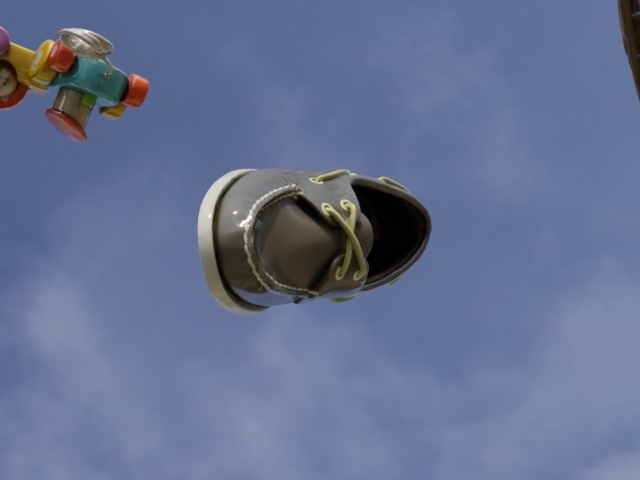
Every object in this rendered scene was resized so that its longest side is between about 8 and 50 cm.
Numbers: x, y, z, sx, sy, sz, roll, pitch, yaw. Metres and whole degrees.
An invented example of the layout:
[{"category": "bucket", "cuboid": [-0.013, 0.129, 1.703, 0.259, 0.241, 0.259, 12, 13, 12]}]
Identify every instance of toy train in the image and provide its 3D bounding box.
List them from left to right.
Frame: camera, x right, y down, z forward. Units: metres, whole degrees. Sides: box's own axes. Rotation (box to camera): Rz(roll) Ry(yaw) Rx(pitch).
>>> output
[{"category": "toy train", "cuboid": [-0.181, -0.100, 0.979, 0.046, 0.166, 0.125, -68, -24, -8]}]

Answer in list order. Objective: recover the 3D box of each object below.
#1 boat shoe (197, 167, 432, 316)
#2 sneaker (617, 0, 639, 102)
[{"category": "boat shoe", "cuboid": [0.000, -0.005, 1.331, 0.305, 0.091, 0.109, -9, -87, -69]}, {"category": "sneaker", "cuboid": [0.164, -0.025, 0.564, 0.064, 0.192, 0.086, -30, -7, 35]}]
